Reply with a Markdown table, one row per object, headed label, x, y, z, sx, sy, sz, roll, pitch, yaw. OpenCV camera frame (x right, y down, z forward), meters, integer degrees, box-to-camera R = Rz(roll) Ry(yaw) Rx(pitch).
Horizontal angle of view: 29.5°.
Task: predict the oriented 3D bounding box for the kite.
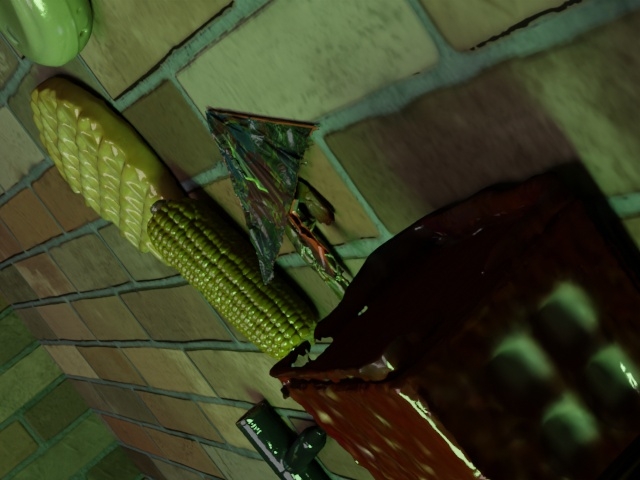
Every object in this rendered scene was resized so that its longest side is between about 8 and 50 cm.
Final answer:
| label | x | y | z | sx | sy | sz | roll | pitch | yaw |
| --- | --- | --- | --- | --- | --- | --- | --- | --- | --- |
| kite | -0.042 | -0.042 | 0.956 | 0.189 | 0.009 | 0.232 | 52 | 154 | 23 |

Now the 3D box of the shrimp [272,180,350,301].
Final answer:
| label | x | y | z | sx | sy | sz | roll | pitch | yaw |
| --- | --- | --- | --- | --- | --- | --- | --- | --- | --- |
| shrimp | 0.000 | 0.000 | 0.958 | 0.114 | 0.023 | 0.083 | 57 | 157 | -1 |

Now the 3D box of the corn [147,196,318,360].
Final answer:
| label | x | y | z | sx | sy | sz | roll | pitch | yaw |
| --- | --- | --- | --- | --- | --- | --- | --- | --- | --- |
| corn | -0.082 | 0.032 | 1.127 | 0.207 | 0.068 | 0.068 | 41 | 158 | 17 |

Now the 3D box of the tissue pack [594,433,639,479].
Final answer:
| label | x | y | z | sx | sy | sz | roll | pitch | yaw |
| --- | --- | --- | --- | --- | --- | --- | --- | --- | --- |
| tissue pack | 0.157 | 0.189 | 0.446 | 0.210 | 0.370 | 0.198 | 48 | 161 | 8 |

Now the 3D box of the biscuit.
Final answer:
| label | x | y | z | sx | sy | sz | roll | pitch | yaw |
| --- | --- | --- | --- | --- | --- | --- | --- | --- | --- |
| biscuit | -0.226 | -0.076 | 1.283 | 0.309 | 0.040 | 0.204 | 34 | 154 | 38 |

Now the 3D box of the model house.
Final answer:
| label | x | y | z | sx | sy | sz | roll | pitch | yaw |
| --- | --- | --- | --- | --- | --- | --- | --- | --- | --- |
| model house | 0.120 | 0.113 | 0.703 | 0.254 | 0.160 | 0.196 | 52 | 159 | -7 |

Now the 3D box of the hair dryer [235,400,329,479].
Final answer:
| label | x | y | z | sx | sy | sz | roll | pitch | yaw |
| --- | --- | --- | --- | --- | --- | --- | --- | --- | --- |
| hair dryer | -0.007 | 0.257 | 1.402 | 0.173 | 0.050 | 0.195 | 49 | 157 | -4 |

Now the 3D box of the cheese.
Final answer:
| label | x | y | z | sx | sy | sz | roll | pitch | yaw |
| --- | --- | --- | --- | --- | --- | --- | --- | --- | --- |
| cheese | -0.262 | -0.251 | 1.025 | 0.137 | 0.064 | 0.227 | 36 | 154 | 32 |
